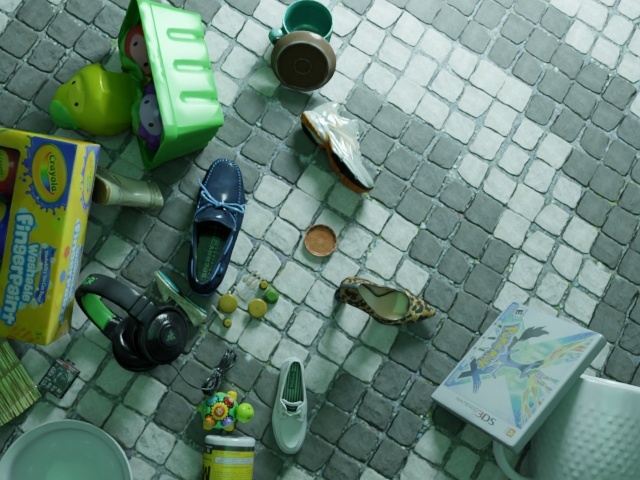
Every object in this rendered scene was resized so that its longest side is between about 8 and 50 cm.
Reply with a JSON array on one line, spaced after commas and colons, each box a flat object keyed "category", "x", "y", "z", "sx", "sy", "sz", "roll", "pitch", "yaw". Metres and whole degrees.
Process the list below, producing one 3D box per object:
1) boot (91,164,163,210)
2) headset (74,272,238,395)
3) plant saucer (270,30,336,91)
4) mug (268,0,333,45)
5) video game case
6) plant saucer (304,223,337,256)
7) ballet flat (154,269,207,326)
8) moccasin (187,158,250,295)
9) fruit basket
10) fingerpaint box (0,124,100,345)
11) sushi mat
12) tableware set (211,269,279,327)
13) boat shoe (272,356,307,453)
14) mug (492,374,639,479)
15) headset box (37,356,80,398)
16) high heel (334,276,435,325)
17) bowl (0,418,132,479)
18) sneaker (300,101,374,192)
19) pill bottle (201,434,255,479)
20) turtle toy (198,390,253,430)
[{"category": "boot", "x": -0.489, "y": -0.133, "z": 1.834, "sx": 0.165, "sy": 0.213, "sz": 0.077, "roll": 6, "pitch": 109, "yaw": -41}, {"category": "headset", "x": -0.373, "y": 0.206, "z": 1.733, "sx": 0.394, "sy": 0.243, "sz": 0.185, "roll": 45, "pitch": 58, "yaw": -12}, {"category": "plant saucer", "x": -0.044, "y": -0.445, "z": 1.914, "sx": 0.168, "sy": 0.169, "sz": 0.029, "roll": 10, "pitch": 40, "yaw": -5}, {"category": "mug", "x": -0.048, "y": -0.543, "z": 1.955, "sx": 0.157, "sy": 0.097, "sz": 0.130, "roll": 12, "pitch": 73, "yaw": -1}, {"category": "video game case", "x": 0.454, "y": 0.305, "z": 1.773, "sx": 0.329, "sy": 0.300, "sz": 0.036, "roll": -46, "pitch": 118, "yaw": -12}, {"category": "plant saucer", "x": 0.000, "y": 0.000, "z": 1.908, "sx": 0.083, "sy": 0.013, "sz": 0.084, "roll": 1, "pitch": 80, "yaw": -6}, {"category": "ballet flat", "x": -0.348, "y": 0.142, "z": 1.822, "sx": 0.168, "sy": 0.057, "sz": 0.052, "roll": 41, "pitch": 88, "yaw": 2}, {"category": "moccasin", "x": -0.243, "y": -0.037, "z": 1.833, "sx": 0.137, "sy": 0.117, "sz": 0.342, "roll": 5, "pitch": 79, "yaw": -6}, {"category": "fruit basket", "x": -0.455, "y": -0.361, "z": 1.810, "sx": 0.391, "sy": 0.283, "sz": 0.392, "roll": 6, "pitch": 74, "yaw": -23}, {"category": "fingerpaint box", "x": -0.718, "y": -0.029, "z": 1.664, "sx": 0.370, "sy": 0.163, "sz": 0.445, "roll": 12, "pitch": 96, "yaw": 0}, {"category": "sushi mat", "x": -0.791, "y": 0.279, "z": 1.761, "sx": 0.151, "sy": 0.019, "sz": 0.317, "roll": -33, "pitch": 85, "yaw": -10}, {"category": "tableware set", "x": -0.182, "y": 0.153, "z": 1.856, "sx": 0.154, "sy": 0.024, "sz": 0.104, "roll": -40, "pitch": 90, "yaw": -13}, {"category": "boat shoe", "x": -0.074, "y": 0.391, "z": 1.796, "sx": 0.083, "sy": 0.076, "sz": 0.226, "roll": -1, "pitch": 80, "yaw": -7}, {"category": "mug", "x": 0.581, "y": 0.477, "z": 1.757, "sx": 0.373, "sy": 0.276, "sz": 0.328, "roll": 12, "pitch": 86, "yaw": -7}, {"category": "headset box", "x": -0.607, "y": 0.318, "z": 1.769, "sx": 0.062, "sy": 0.032, "sz": 0.083, "roll": 32, "pitch": 77, "yaw": -1}, {"category": "high heel", "x": 0.166, "y": 0.148, "z": 1.811, "sx": 0.261, "sy": 0.186, "sz": 0.093, "roll": 12, "pitch": 79, "yaw": -4}, {"category": "bowl", "x": -0.559, "y": 0.546, "z": 1.682, "sx": 0.297, "sy": 0.134, "sz": 0.298, "roll": 1, "pitch": 80, "yaw": -7}, {"category": "sneaker", "x": 0.069, "y": -0.245, "z": 1.921, "sx": 0.121, "sy": 0.099, "sz": 0.262, "roll": -35, "pitch": 87, "yaw": -16}, {"category": "pill bottle", "x": -0.214, "y": 0.554, "z": 1.728, "sx": 0.119, "sy": 0.119, "sz": 0.209, "roll": 5, "pitch": 79, "yaw": -6}, {"category": "turtle toy", "x": -0.222, "y": 0.401, "z": 1.782, "sx": 0.130, "sy": 0.066, "sz": 0.095, "roll": 5, "pitch": 79, "yaw": -6}]
